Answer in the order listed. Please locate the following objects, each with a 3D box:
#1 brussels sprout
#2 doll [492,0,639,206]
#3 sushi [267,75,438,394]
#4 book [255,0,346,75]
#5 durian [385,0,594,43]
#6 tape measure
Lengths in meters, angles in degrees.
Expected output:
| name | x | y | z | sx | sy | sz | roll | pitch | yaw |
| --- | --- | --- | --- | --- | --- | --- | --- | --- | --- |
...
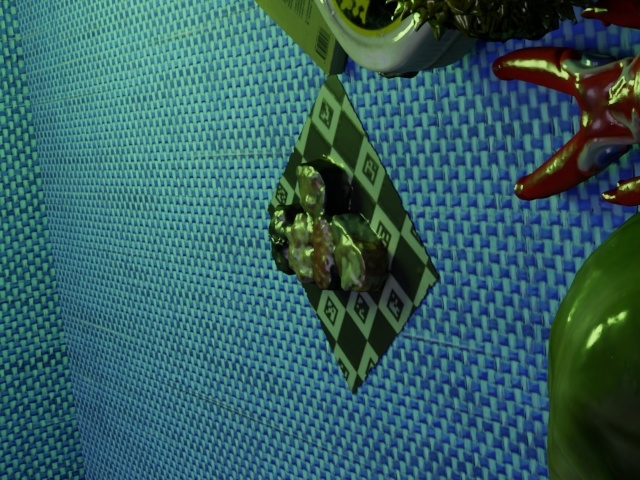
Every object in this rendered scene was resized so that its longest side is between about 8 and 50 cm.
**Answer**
| name | x | y | z | sx | sy | sz | roll | pitch | yaw |
| --- | --- | --- | --- | --- | --- | --- | --- | --- | --- |
| brussels sprout | 0.304 | 0.116 | 0.872 | 0.355 | 0.289 | 0.281 | 104 | -173 | -45 |
| doll | 0.277 | -0.124 | 1.047 | 0.384 | 0.099 | 0.188 | 180 | 80 | -68 |
| sushi | 0.000 | 0.000 | 1.619 | 0.339 | 0.068 | 0.320 | 65 | 149 | 25 |
| book | -0.020 | -0.338 | 1.587 | 0.231 | 0.026 | 0.161 | 51 | 140 | 42 |
| durian | 0.165 | -0.297 | 1.013 | 0.225 | 0.291 | 0.291 | 63 | 149 | 16 |
| tape measure | 0.081 | -0.316 | 1.292 | 0.271 | 0.133 | 0.231 | 60 | 137 | 19 |
